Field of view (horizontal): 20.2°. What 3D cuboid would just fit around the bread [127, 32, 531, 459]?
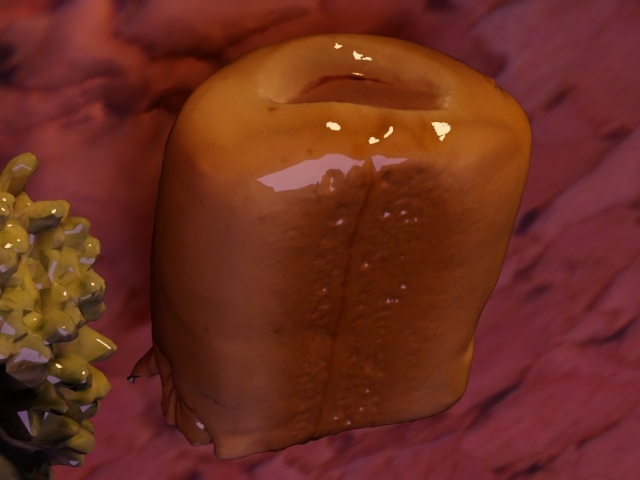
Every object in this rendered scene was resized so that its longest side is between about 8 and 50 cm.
[{"bbox_3d":[0.000,-0.001,0.659,0.134,0.085,0.173,-8,138,-20],"label":"bread"}]

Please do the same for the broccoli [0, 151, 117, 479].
[{"bbox_3d":[-0.180,0.066,0.521,0.260,0.235,0.288,-14,164,39],"label":"broccoli"}]
